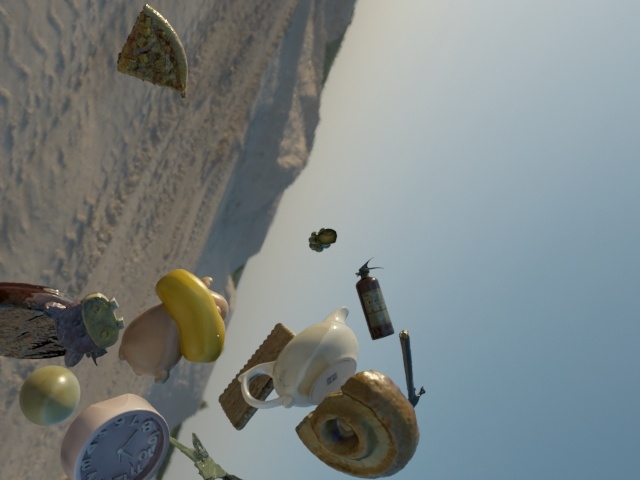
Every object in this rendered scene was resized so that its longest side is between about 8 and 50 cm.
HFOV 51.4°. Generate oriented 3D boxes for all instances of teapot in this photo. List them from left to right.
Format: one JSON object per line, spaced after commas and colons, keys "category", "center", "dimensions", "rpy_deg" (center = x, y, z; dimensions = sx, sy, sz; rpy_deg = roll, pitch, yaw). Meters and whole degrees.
{"category": "teapot", "center": [-0.031, 0.268, 1.443], "dimensions": [0.166, 0.299, 0.208], "rpy_deg": [58, -19, 27]}

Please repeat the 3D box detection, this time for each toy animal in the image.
{"category": "toy animal", "center": [-0.410, 0.278, 2.022], "dimensions": [0.345, 0.277, 0.247], "rpy_deg": [-55, 173, -3]}

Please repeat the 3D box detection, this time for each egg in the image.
{"category": "egg", "center": [-0.884, 0.504, 2.182], "dimensions": [0.242, 0.185, 0.186], "rpy_deg": [-129, -120, -74]}

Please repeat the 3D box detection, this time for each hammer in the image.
{"category": "hammer", "center": [0.215, 0.322, 1.627], "dimensions": [0.125, 0.027, 0.297], "rpy_deg": [-43, 141, -32]}

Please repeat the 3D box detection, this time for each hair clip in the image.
{"category": "hair clip", "center": [-0.502, 0.195, 1.450], "dimensions": [0.056, 0.146, 0.187], "rpy_deg": [44, -31, 48]}

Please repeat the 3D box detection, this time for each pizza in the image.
{"category": "pizza", "center": [-0.317, -0.347, 1.241], "dimensions": [0.041, 0.130, 0.178], "rpy_deg": [24, -54, 62]}

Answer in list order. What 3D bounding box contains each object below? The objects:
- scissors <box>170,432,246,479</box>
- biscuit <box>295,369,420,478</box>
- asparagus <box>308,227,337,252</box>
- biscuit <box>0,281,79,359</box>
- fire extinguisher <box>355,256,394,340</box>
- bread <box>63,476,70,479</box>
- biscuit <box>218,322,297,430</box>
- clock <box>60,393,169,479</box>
{"category": "scissors", "center": [-0.295, 0.601, 1.747], "dimensions": [0.383, 0.255, 0.029], "rpy_deg": [27, -74, 46]}
{"category": "biscuit", "center": [0.080, 0.369, 1.281], "dimensions": [0.274, 0.213, 0.091], "rpy_deg": [-58, 175, 38]}
{"category": "asparagus", "center": [0.000, 0.000, 2.238], "dimensions": [0.287, 0.080, 0.080], "rpy_deg": [137, -26, -81]}
{"category": "biscuit", "center": [-0.812, 0.220, 1.804], "dimensions": [0.407, 0.407, 0.091], "rpy_deg": [119, -29, -58]}
{"category": "fire extinguisher", "center": [0.160, 0.166, 1.926], "dimensions": [0.071, 0.099, 0.231], "rpy_deg": [141, -66, -71]}
{"category": "bread", "center": [-0.525, 0.665, 1.455], "dimensions": [0.405, 0.242, 0.346], "rpy_deg": [-46, -170, 9]}
{"category": "biscuit", "center": [-0.178, 0.408, 2.024], "dimensions": [0.325, 0.044, 0.217], "rpy_deg": [-52, -156, -6]}
{"category": "clock", "center": [-0.393, 0.399, 1.285], "dimensions": [0.068, 0.196, 0.197], "rpy_deg": [24, -86, 43]}
